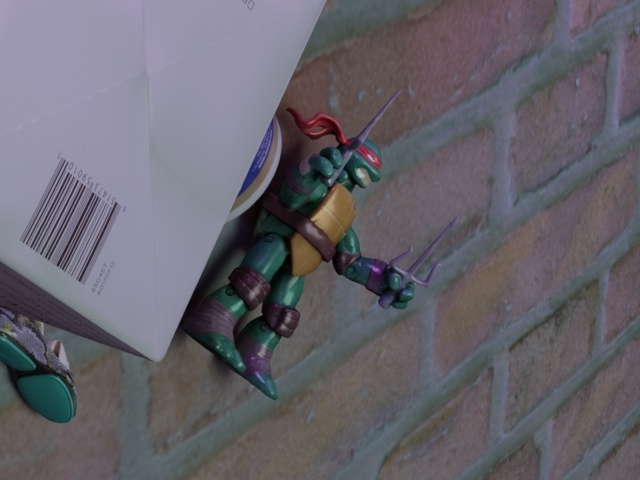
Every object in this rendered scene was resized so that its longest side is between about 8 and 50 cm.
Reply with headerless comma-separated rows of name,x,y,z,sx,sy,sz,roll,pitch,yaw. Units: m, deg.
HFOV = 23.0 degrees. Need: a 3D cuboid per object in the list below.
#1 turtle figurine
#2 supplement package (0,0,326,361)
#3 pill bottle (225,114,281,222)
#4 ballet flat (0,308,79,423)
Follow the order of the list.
turtle figurine,0.000,0.000,1.184,0.234,0.118,0.175,-53,131,-6
supplement package,-0.178,-0.098,0.696,0.198,0.262,0.199,-66,149,-13
pill bottle,-0.108,-0.094,0.965,0.112,0.112,0.187,-64,148,-17
ballet flat,-0.179,0.073,0.999,0.041,0.041,0.114,-59,147,-25
